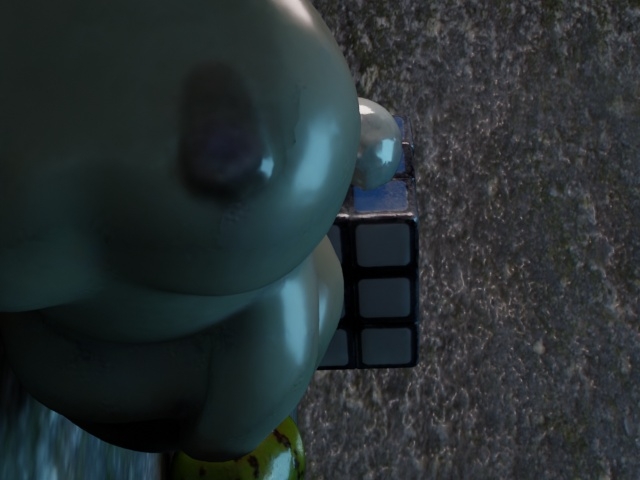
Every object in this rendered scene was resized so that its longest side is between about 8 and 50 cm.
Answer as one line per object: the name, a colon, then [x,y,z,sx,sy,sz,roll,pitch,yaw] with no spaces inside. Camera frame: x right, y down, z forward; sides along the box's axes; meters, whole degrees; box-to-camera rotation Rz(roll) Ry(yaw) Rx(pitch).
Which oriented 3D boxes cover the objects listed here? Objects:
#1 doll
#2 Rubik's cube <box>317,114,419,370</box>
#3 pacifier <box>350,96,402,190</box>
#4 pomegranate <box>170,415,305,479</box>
doll: [-0.090,-0.009,0.515,0.370,0.215,0.226,82,-9,-51]
Rubik's cube: [0.000,0.000,1.522,0.305,0.301,0.304,-86,174,-55]
pacifier: [-0.078,-0.060,0.835,0.220,0.273,0.332,-55,147,-57]
pomegranate: [-0.107,0.220,1.055,0.220,0.156,0.156,57,6,-5]
